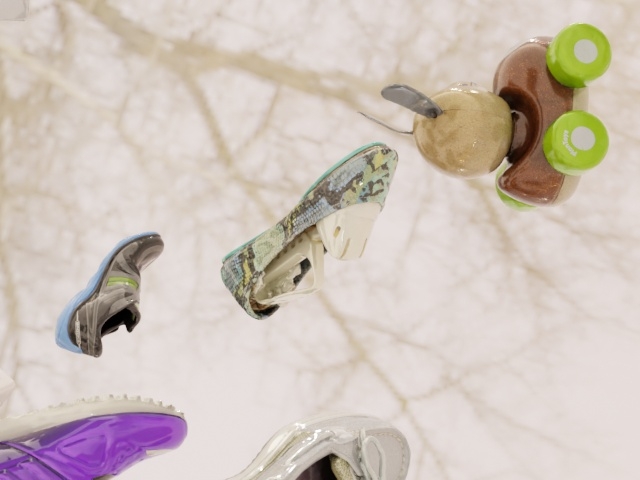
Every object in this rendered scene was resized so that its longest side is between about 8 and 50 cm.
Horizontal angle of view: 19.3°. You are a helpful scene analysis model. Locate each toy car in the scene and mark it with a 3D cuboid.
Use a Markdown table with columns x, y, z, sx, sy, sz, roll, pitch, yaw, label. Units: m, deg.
| x | y | z | sx | sy | sz | roll | pitch | yaw | label |
| --- | --- | --- | --- | --- | --- | --- | --- | --- | --- |
| 0.131 | -0.109 | 1.595 | 0.155 | 0.188 | 0.149 | 134 | -39 | -71 | toy car |

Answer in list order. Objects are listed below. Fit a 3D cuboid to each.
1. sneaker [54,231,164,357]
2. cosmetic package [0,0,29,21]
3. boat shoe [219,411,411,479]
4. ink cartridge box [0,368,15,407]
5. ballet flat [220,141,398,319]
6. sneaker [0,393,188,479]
| x | y | z | sx | sy | sz | roll | pitch | yaw | label |
| --- | --- | --- | --- | --- | --- | --- | --- | --- | --- |
| -0.234 | 0.066 | 2.185 | 0.188 | 0.078 | 0.067 | -56 | 168 | -36 | sneaker |
| -0.331 | -0.239 | 1.580 | 0.231 | 0.117 | 0.085 | 30 | -62 | 57 | cosmetic package |
| -0.016 | 0.221 | 1.518 | 0.103 | 0.320 | 0.118 | 5 | -78 | 36 | boat shoe |
| -0.257 | 0.095 | 1.041 | 0.092 | 0.143 | 0.090 | 41 | -72 | 12 | ink cartridge box |
| 0.000 | 0.000 | 1.411 | 0.188 | 0.070 | 0.070 | -40 | -135 | 38 | ballet flat |
| -0.251 | 0.224 | 1.647 | 0.102 | 0.293 | 0.146 | 145 | -66 | -66 | sneaker |
